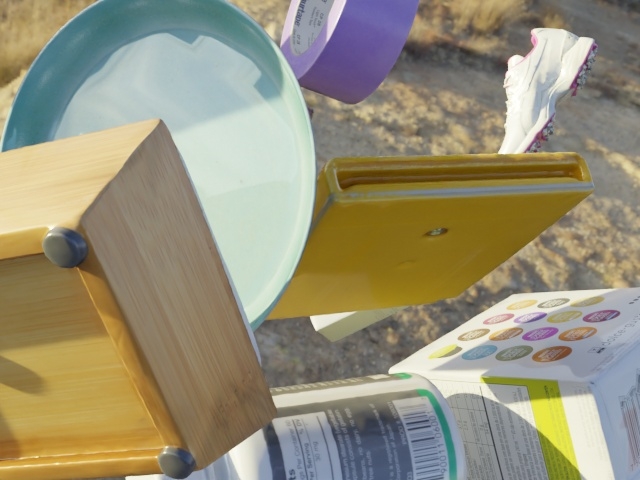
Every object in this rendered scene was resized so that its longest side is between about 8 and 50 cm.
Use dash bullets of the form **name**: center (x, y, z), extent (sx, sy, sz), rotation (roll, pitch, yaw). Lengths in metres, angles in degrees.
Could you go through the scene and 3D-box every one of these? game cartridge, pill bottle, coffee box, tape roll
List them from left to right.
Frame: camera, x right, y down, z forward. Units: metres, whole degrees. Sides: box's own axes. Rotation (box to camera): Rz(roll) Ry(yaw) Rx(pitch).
- **pill bottle**: center (-0.030, 0.272, 0.916), extent (0.361, 0.204, 0.204), rotation (-2, 33, -25)
- **tape roll**: center (0.029, -0.253, 0.870), extent (0.080, 0.189, 0.189), rotation (17, 26, -24)
- **game cartridge**: center (0.089, 0.005, 0.861), extent (0.285, 0.323, 0.052), rotation (-3, 68, -21)
- **coffee box**: center (0.358, 0.280, 1.123), extent (0.338, 0.338, 0.334), rotation (-22, 9, -40)

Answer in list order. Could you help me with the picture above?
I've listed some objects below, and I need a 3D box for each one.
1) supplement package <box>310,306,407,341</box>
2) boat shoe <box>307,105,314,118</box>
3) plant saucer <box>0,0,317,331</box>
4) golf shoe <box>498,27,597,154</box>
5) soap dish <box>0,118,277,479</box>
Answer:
- **supplement package**: center (0.068, 0.104, 1.498), extent (0.105, 0.179, 0.105), rotation (68, 10, 25)
- **boat shoe**: center (-0.045, -0.144, 1.307), extent (0.060, 0.178, 0.064), rotation (1, 32, -10)
- **plant saucer**: center (-0.138, -0.048, 0.649), extent (0.318, 0.317, 0.044), rotation (30, 12, 22)
- **golf shoe**: center (0.389, -0.260, 1.466), extent (0.140, 0.306, 0.115), rotation (31, -4, 15)
- **soap dish**: center (-0.201, 0.060, 0.530), extent (0.291, 0.229, 0.118), rotation (-9, 26, 17)
